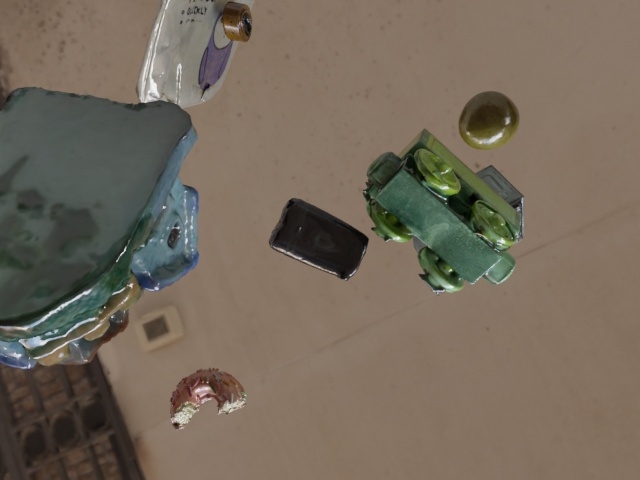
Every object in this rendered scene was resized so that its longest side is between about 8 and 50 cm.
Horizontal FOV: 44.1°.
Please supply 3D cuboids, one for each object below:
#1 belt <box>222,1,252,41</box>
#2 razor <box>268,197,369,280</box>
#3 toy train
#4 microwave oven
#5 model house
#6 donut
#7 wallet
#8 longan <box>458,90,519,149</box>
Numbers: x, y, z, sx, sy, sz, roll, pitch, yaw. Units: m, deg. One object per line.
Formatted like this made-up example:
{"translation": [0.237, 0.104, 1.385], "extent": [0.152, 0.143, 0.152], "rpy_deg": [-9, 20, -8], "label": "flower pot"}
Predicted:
{"translation": [-0.140, -0.376, 1.356], "extent": [0.036, 0.059, 0.083], "rpy_deg": [14, 167, 11], "label": "belt"}
{"translation": [0.000, 0.000, 1.234], "extent": [0.090, 0.148, 0.054], "rpy_deg": [-64, -174, 1], "label": "razor"}
{"translation": [0.190, -0.044, 1.235], "extent": [0.159, 0.272, 0.188], "rpy_deg": [-46, -174, 27], "label": "toy train"}
{"translation": [0.304, -0.032, 1.636], "extent": [0.208, 0.122, 0.162], "rpy_deg": [-28, 141, -9], "label": "microwave oven"}
{"translation": [-0.275, 0.030, 0.933], "extent": [0.252, 0.294, 0.329], "rpy_deg": [13, 153, 11], "label": "model house"}
{"translation": [-0.240, 0.314, 1.641], "extent": [0.166, 0.117, 0.065], "rpy_deg": [-17, 146, -1], "label": "donut"}
{"translation": [-0.210, -0.350, 1.375], "extent": [0.274, 0.068, 0.335], "rpy_deg": [-62, 170, 25], "label": "wallet"}
{"translation": [0.205, -0.142, 0.966], "extent": [0.075, 0.075, 0.083], "rpy_deg": [-20, 150, -16], "label": "longan"}
